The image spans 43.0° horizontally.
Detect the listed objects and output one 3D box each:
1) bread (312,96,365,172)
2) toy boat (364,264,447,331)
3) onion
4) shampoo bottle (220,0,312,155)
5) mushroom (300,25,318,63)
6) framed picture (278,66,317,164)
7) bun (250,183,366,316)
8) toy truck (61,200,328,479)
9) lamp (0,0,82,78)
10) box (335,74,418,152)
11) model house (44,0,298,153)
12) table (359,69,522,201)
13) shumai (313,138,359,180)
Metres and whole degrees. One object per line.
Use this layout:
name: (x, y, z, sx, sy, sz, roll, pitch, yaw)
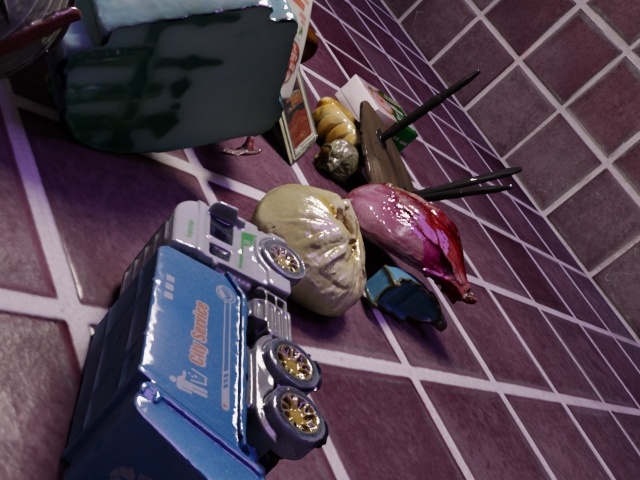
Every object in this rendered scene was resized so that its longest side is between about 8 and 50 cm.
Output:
bread: (0.047, -0.216, 1.676, 0.177, 0.084, 0.119, 57, 21, 23)
toy boat: (0.144, 0.102, 1.320, 0.185, 0.075, 0.077, 28, 26, -52)
onion: (0.171, -0.004, 1.395, 0.283, 0.120, 0.227, 37, 7, 15)
shampoo bottle: (-0.083, -0.254, 1.190, 0.071, 0.284, 0.153, 8, -4, 23)
mushroom: (-0.087, -0.355, 1.649, 0.226, 0.148, 0.218, 10, 60, -44)
framed picture: (-0.060, -0.294, 1.514, 0.216, 0.016, 0.274, -60, 137, -68)
bun: (0.000, 0.000, 1.151, 0.222, 0.127, 0.222, 41, 19, -18)
toy truck: (-0.106, 0.111, 0.731, 0.175, 0.146, 0.367, 33, 25, -24)
lamp: (-0.357, -0.253, 0.754, 0.233, 0.265, 0.233, -5, 90, -87)
box: (0.144, -0.316, 2.050, 0.199, 0.081, 0.135, 18, 35, -49)
model house: (-0.218, -0.310, 1.013, 0.294, 0.252, 0.329, -15, 69, -21)
table: (0.258, -0.154, 1.642, 0.317, 0.249, 0.317, 50, 30, -43)
shumai: (0.032, -0.161, 1.559, 0.082, 0.083, 0.080, 13, -6, 11)
